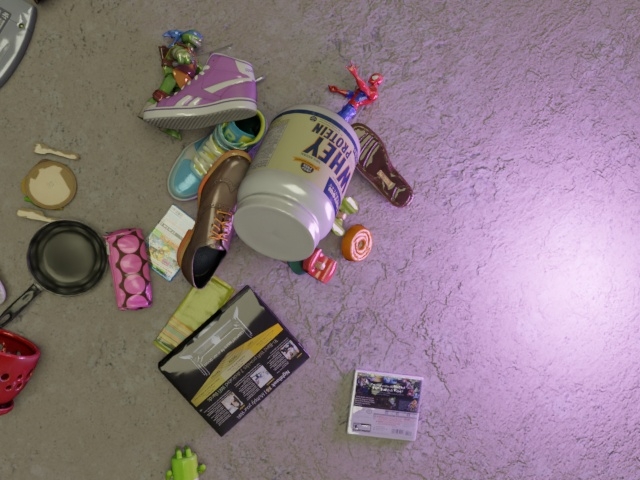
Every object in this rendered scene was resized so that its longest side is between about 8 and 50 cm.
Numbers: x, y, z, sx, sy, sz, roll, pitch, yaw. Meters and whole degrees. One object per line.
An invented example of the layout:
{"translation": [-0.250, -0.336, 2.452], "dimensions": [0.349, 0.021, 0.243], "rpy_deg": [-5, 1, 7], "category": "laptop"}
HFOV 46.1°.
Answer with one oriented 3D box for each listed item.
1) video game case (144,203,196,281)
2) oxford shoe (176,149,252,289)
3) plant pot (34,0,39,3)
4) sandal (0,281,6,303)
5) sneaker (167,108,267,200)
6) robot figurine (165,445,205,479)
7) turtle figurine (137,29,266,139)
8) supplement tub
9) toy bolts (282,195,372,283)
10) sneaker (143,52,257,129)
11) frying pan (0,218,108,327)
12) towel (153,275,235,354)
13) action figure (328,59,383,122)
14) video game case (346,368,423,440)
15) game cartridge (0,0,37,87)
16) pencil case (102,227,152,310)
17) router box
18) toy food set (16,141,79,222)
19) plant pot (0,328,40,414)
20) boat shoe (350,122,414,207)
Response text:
{"translation": [-0.386, 0.006, 1.950], "dimensions": [0.119, 0.015, 0.166], "rpy_deg": [38, 85, -6], "category": "video game case"}
{"translation": [-0.243, -0.045, 1.845], "dimensions": [0.129, 0.133, 0.364], "rpy_deg": [10, 116, -27], "category": "oxford shoe"}
{"translation": [-0.666, -0.695, 1.850], "dimensions": [0.165, 0.167, 0.167], "rpy_deg": [-31, 94, -14], "category": "plant pot"}
{"translation": [-0.863, 0.041, 1.862], "dimensions": [0.101, 0.076, 0.265], "rpy_deg": [-23, 107, 9], "category": "sandal"}
{"translation": [-0.260, -0.226, 1.870], "dimensions": [0.127, 0.208, 0.319], "rpy_deg": [45, 85, -7], "category": "sneaker"}
{"translation": [-0.347, 0.588, 1.926], "dimensions": [0.101, 0.067, 0.115], "rpy_deg": [-5, 91, -20], "category": "robot figurine"}
{"translation": [-0.314, -0.383, 1.871], "dimensions": [0.274, 0.198, 0.266], "rpy_deg": [27, 89, -3], "category": "turtle figurine"}
{"translation": [-0.057, -0.137, 1.780], "dimensions": [0.235, 0.235, 0.325], "rpy_deg": [26, 56, -7], "category": "supplement tub"}
{"translation": [0.000, 0.000, 1.968], "dimensions": [0.229, 0.158, 0.218], "rpy_deg": [-57, 137, -14], "category": "toy bolts"}
{"translation": [-0.284, -0.354, 1.771], "dimensions": [0.282, 0.102, 0.161], "rpy_deg": [-7, 80, 11], "category": "sneaker"}
{"translation": [-0.660, 0.101, 1.894], "dimensions": [0.197, 0.053, 0.326], "rpy_deg": [23, 95, -12], "category": "frying pan"}
{"translation": [-0.327, 0.199, 1.954], "dimensions": [0.102, 0.021, 0.237], "rpy_deg": [34, 85, -7], "category": "towel"}
{"translation": [0.044, -0.357, 1.964], "dimensions": [0.280, 0.091, 0.139], "rpy_deg": [-45, 111, -6], "category": "action figure"}
{"translation": [0.172, 0.442, 2.019], "dimensions": [0.190, 0.022, 0.173], "rpy_deg": [8, 89, -7], "category": "video game case"}
{"translation": [-0.845, -0.493, 1.874], "dimensions": [0.196, 0.060, 0.294], "rpy_deg": [30, 86, -3], "category": "game cartridge"}
{"translation": [-0.483, 0.075, 1.888], "dimensions": [0.098, 0.095, 0.209], "rpy_deg": [-18, 101, -49], "category": "pencil case"}
{"translation": [-0.220, 0.305, 1.925], "dimensions": [0.309, 0.081, 0.243], "rpy_deg": [-41, 100, -8], "category": "router box"}
{"translation": [-0.686, -0.140, 1.905], "dimensions": [0.132, 0.038, 0.192], "rpy_deg": [14, 83, -14], "category": "toy food set"}
{"translation": [-0.798, 0.316, 1.808], "dimensions": [0.191, 0.191, 0.174], "rpy_deg": [24, 89, -7], "category": "plant pot"}
{"translation": [0.143, -0.195, 1.980], "dimensions": [0.095, 0.095, 0.257], "rpy_deg": [-34, 102, -2], "category": "boat shoe"}
